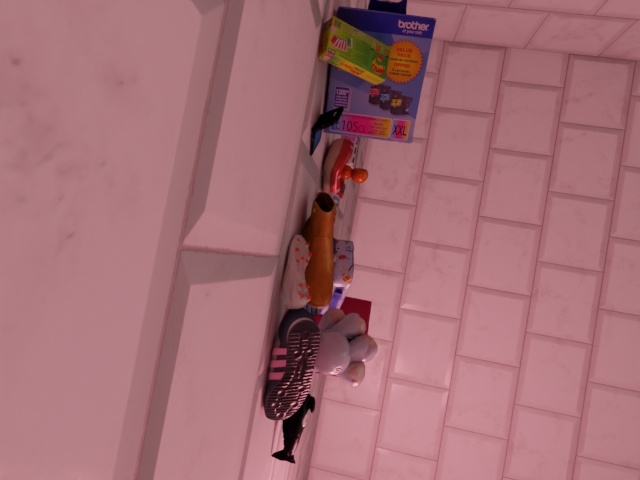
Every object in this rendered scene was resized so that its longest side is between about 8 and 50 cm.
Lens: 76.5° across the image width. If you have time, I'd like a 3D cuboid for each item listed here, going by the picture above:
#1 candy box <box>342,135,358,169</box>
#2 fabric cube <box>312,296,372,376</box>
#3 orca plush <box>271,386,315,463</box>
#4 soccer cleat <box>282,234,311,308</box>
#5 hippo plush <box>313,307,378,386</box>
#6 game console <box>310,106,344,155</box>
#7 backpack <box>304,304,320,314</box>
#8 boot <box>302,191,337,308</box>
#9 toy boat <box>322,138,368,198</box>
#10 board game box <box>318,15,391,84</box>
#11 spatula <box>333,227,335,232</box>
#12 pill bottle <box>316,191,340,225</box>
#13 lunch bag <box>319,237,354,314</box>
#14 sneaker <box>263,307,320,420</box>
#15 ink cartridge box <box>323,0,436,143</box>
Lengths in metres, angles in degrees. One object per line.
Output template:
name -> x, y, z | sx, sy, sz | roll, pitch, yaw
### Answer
candy box -> 0.130, -0.406, 1.791 | 0.165, 0.070, 0.196 | 59, 41, -79
fabric cube -> 0.082, 0.426, 1.833 | 0.258, 0.254, 0.259 | -70, 167, -60
orca plush -> -0.113, 0.570, 1.337 | 0.151, 0.102, 0.287 | 13, -100, 53
soccer cleat -> -0.067, 0.078, 1.031 | 0.068, 0.076, 0.196 | 25, 53, -41
hippo plush -> 0.008, 0.300, 1.209 | 0.236, 0.294, 0.234 | 46, 50, -61
game console -> 0.018, -0.300, 1.112 | 0.071, 0.107, 0.122 | 62, 27, -28
backpack -> -0.039, 0.190, 1.257 | 0.105, 0.084, 0.114 | 83, 21, -59
boot -> -0.006, 0.014, 1.103 | 0.295, 0.104, 0.211 | -97, -164, -51
toy boat -> 0.090, -0.237, 1.404 | 0.231, 0.151, 0.151 | 91, 12, -51
board game box -> 0.089, -0.475, 1.024 | 0.043, 0.181, 0.092 | 5, -96, 61
spatula -> 0.036, -0.032, 1.795 | 0.242, 0.019, 0.168 | -72, 164, -51
pill bottle -> 0.015, -0.084, 1.326 | 0.078, 0.078, 0.137 | 57, 44, -79
lunch bag -> 0.054, 0.149, 1.606 | 0.303, 0.115, 0.243 | 104, -5, -47
sneaker -> -0.081, 0.316, 1.065 | 0.131, 0.112, 0.319 | -129, -126, -61
ink cartridge box -> 0.166, -0.502, 1.171 | 0.151, 0.270, 0.395 | -76, 173, -67
